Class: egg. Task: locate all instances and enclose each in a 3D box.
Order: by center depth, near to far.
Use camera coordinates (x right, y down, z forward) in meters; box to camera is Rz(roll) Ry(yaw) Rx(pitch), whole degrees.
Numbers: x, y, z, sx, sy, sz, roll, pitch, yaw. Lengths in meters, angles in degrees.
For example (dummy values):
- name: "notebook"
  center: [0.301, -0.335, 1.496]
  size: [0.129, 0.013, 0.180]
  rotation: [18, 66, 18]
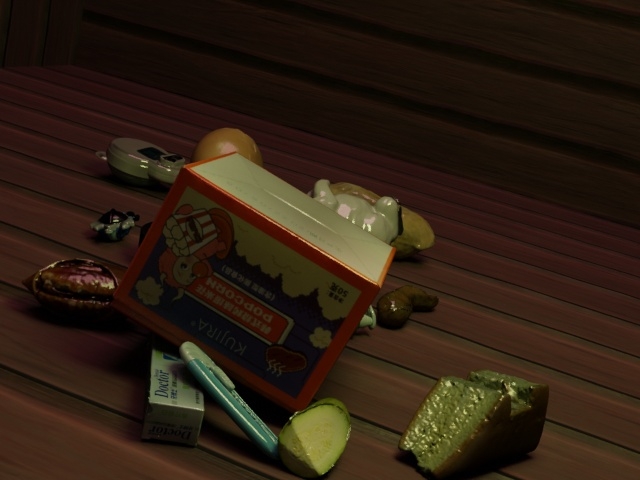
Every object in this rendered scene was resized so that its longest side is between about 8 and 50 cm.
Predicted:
- name: "egg"
  center: [-0.258, -0.197, 2.392]
  size: [0.201, 0.201, 0.244]
  rotation: [15, 28, 6]

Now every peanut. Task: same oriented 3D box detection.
- name: "peanut"
  center: [0.125, -0.044, 2.278]
  size: [0.340, 0.158, 0.174]
  rotation: [25, -10, 21]

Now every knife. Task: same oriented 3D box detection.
- name: "knife"
  center: [-0.126, 0.226, 1.264]
  size: [0.222, 0.031, 0.064]
  rotation: [46, 10, 16]

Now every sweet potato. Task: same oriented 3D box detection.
- name: "sweet potato"
  center: [0.178, 0.136, 1.888]
  size: [0.081, 0.062, 0.233]
  rotation: [37, 21, 20]

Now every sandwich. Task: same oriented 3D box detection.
- name: "sandwich"
  center: [0.234, 0.277, 1.357]
  size: [0.122, 0.128, 0.236]
  rotation: [18, 15, 42]

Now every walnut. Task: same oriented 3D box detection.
- name: "walnut"
  center: [-0.406, 0.085, 1.517]
  size: [0.207, 0.116, 0.116]
  rotation: [11, 17, -8]

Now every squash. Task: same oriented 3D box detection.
- name: "squash"
  center: [0.007, 0.267, 1.294]
  size: [0.090, 0.075, 0.200]
  rotation: [33, 19, 7]

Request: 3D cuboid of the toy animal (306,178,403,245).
- name: "toy animal"
  center: [0.000, 0.000, 1.879]
  size: [0.357, 0.258, 0.194]
  rotation: [-11, -2, -42]

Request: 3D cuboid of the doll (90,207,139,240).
- name: "doll"
  center: [-0.453, -0.038, 1.951]
  size: [0.096, 0.070, 0.195]
  rotation: [-4, 11, -3]

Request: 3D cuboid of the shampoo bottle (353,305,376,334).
- name: "shampoo bottle"
  center: [0.014, 0.151, 1.699]
  size: [0.204, 0.065, 0.065]
  rotation: [4, 19, -27]

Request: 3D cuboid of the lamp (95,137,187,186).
- name: "lamp"
  center: [-0.473, -0.200, 2.389]
  size: [0.246, 0.108, 0.179]
  rotation: [20, 22, 17]

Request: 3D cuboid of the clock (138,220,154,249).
- name: "clock"
  center: [-0.236, 0.000, 1.931]
  size: [0.276, 0.120, 0.379]
  rotation: [13, 21, 9]

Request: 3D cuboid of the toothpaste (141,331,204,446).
- name: "toothpaste"
  center: [-0.227, 0.197, 1.359]
  size: [0.081, 0.067, 0.336]
  rotation: [11, 17, -12]

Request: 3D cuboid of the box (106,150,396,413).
- name: "box"
  center: [-0.094, 0.056, 1.445]
  size: [0.349, 0.257, 0.318]
  rotation: [31, 14, 2]
